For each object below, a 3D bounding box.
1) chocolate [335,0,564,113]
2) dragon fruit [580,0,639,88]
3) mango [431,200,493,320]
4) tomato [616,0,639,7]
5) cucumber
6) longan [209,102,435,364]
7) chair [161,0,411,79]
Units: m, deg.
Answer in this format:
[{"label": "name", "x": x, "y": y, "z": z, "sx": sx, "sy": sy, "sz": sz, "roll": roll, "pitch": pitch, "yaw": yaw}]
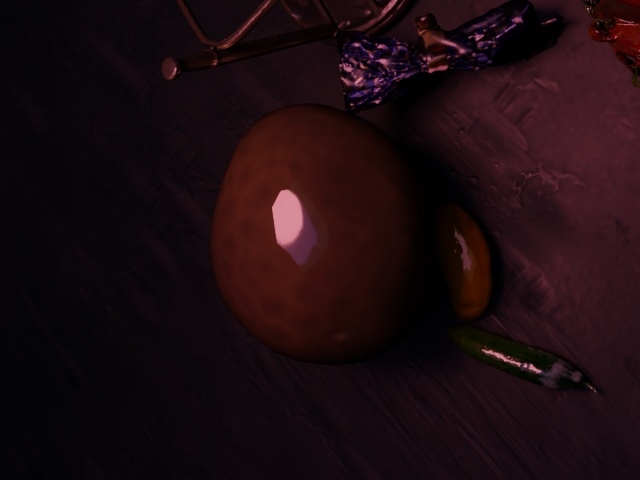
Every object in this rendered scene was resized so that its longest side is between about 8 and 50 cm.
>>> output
[{"label": "chocolate", "x": 0.184, "y": -0.279, "z": 1.200, "sx": 0.343, "sy": 0.148, "sz": 0.126, "roll": -10, "pitch": 53, "yaw": 14}, {"label": "dragon fruit", "x": 0.436, "y": -0.271, "z": 1.091, "sx": 0.138, "sy": 0.142, "sz": 0.175, "roll": -27, "pitch": 101, "yaw": -3}, {"label": "mango", "x": 0.221, "y": 0.032, "z": 1.274, "sx": 0.098, "sy": 0.075, "sz": 0.190, "roll": -13, "pitch": 90, "yaw": 48}, {"label": "tomato", "x": 0.389, "y": -0.437, "z": 0.981, "sx": 0.289, "sy": 0.325, "sz": 0.293, "roll": 13, "pitch": 112, "yaw": 4}, {"label": "cucumber", "x": 0.299, "y": 0.180, "z": 1.247, "sx": 0.250, "sy": 0.056, "sz": 0.056, "roll": 18, "pitch": 103, "yaw": 31}, {"label": "longan", "x": 0.000, "y": 0.000, "z": 1.240, "sx": 0.404, "sy": 0.336, "sz": 0.405, "roll": 51, "pitch": 154, "yaw": 39}, {"label": "chair", "x": -0.061, "y": -0.472, "z": 1.219, "sx": 0.362, "sy": 0.410, "sz": 0.365, "roll": -40, "pitch": 72, "yaw": 29}]
